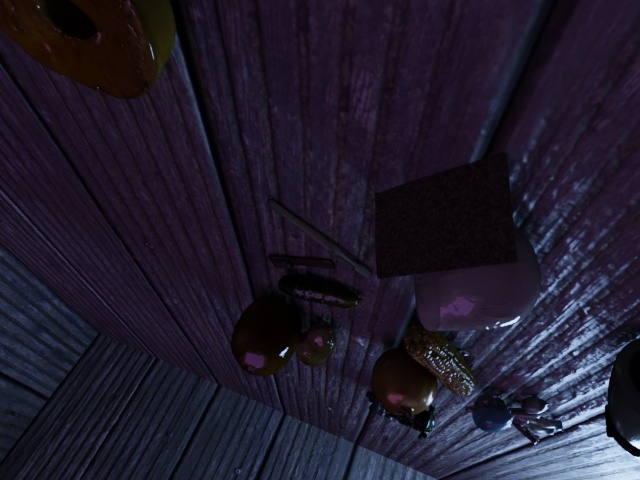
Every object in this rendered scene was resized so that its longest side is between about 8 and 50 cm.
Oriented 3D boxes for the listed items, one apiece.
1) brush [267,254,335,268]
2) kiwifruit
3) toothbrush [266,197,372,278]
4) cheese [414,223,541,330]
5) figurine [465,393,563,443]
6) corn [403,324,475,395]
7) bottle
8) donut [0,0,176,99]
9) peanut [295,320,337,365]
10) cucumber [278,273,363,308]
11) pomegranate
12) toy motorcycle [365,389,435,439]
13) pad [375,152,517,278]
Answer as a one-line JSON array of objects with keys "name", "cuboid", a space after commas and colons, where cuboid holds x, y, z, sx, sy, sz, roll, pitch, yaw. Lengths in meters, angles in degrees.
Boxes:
[{"name": "brush", "cuboid": [-0.053, 0.059, 1.004, 0.190, 0.028, 0.034, 3, 143, 29]}, {"name": "kiwifruit", "cuboid": [-0.161, 0.288, 1.207, 0.195, 0.234, 0.196, 14, 144, 10]}, {"name": "toothbrush", "cuboid": [0.002, -0.001, 0.886, 0.294, 0.026, 0.028, 38, 160, -18]}, {"name": "cheese", "cuboid": [0.248, 0.050, 0.651, 0.188, 0.198, 0.154, 1, 176, 11]}, {"name": "figurine", "cuboid": [0.561, 0.502, 1.136, 0.259, 0.103, 0.205, 17, 149, -4]}, {"name": "corn", "cuboid": [0.318, 0.318, 1.047, 0.101, 0.101, 0.292, -12, 130, 43]}, {"name": "bottle", "cuboid": [0.649, 0.325, 0.779, 0.168, 0.169, 0.347, 3, 144, 32]}, {"name": "donut", "cuboid": [-0.333, -0.335, 0.573, 0.277, 0.109, 0.278, 17, 146, 12]}, {"name": "peanut", "cuboid": [-0.016, 0.322, 1.270, 0.120, 0.110, 0.237, 32, 146, 7]}, {"name": "cucumber", "cuboid": [-0.002, 0.131, 1.040, 0.227, 0.069, 0.069, 12, 145, 14]}, {"name": "pomegranate", "cuboid": [0.231, 0.399, 1.141, 0.191, 0.191, 0.191, 18, 146, 12]}, {"name": "toy motorcycle", "cuboid": [0.299, 0.616, 1.457, 0.274, 0.125, 0.187, 29, 156, -5]}, {"name": "pad", "cuboid": [0.177, -0.028, 0.624, 0.003, 0.159, 0.234, 15, 159, -42]}]
